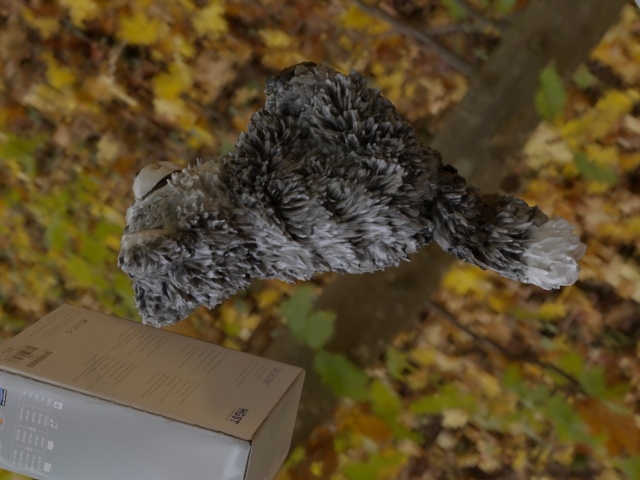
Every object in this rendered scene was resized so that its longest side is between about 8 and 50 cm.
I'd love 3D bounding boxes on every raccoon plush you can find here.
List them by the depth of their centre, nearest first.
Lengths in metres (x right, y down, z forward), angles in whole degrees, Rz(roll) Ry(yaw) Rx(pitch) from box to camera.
[{"bbox_3d":[0.000,0.000,1.454,0.446,0.299,0.216,20,147,37],"label":"raccoon plush"}]

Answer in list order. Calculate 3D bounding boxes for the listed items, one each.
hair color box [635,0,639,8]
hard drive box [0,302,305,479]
[{"bbox_3d":[0.435,-0.098,1.227,0.374,0.113,0.185,52,172,-26],"label":"hair color box"},{"bbox_3d":[-0.149,0.143,1.209,0.232,0.089,0.181,14,-164,10],"label":"hard drive box"}]
